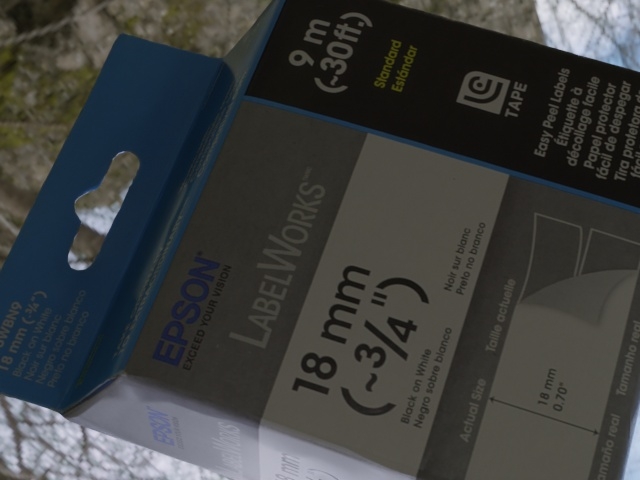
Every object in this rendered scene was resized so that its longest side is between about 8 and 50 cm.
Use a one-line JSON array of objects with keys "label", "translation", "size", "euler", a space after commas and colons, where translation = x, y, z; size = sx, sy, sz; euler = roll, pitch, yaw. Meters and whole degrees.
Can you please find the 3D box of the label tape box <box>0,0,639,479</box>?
[{"label": "label tape box", "translation": [0.000, 0.000, 0.612], "size": [0.334, 0.106, 0.240], "euler": [17, -116, 7]}]
